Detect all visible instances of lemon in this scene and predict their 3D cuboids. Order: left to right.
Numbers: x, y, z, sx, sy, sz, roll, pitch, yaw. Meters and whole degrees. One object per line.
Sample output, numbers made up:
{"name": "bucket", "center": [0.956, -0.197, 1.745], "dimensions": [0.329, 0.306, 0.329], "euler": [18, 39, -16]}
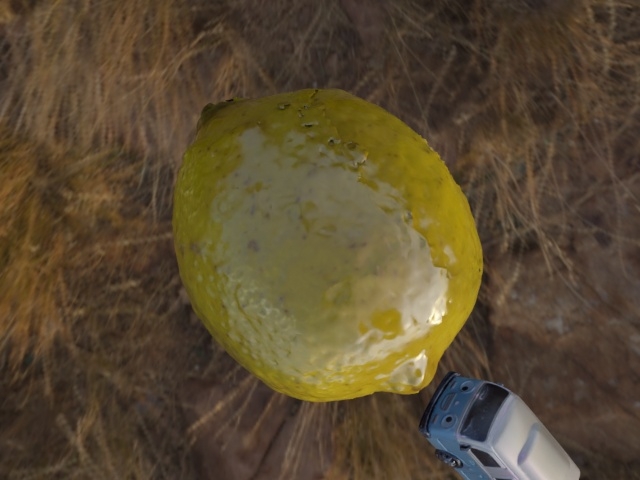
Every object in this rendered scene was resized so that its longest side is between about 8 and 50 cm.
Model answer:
{"name": "lemon", "center": [0.000, 0.000, 1.080], "dimensions": [0.253, 0.253, 0.310], "euler": [-42, 78, 12]}

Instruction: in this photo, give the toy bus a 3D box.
{"name": "toy bus", "center": [0.136, 0.155, 0.924], "dimensions": [0.123, 0.075, 0.060], "euler": [49, 60, -31]}
